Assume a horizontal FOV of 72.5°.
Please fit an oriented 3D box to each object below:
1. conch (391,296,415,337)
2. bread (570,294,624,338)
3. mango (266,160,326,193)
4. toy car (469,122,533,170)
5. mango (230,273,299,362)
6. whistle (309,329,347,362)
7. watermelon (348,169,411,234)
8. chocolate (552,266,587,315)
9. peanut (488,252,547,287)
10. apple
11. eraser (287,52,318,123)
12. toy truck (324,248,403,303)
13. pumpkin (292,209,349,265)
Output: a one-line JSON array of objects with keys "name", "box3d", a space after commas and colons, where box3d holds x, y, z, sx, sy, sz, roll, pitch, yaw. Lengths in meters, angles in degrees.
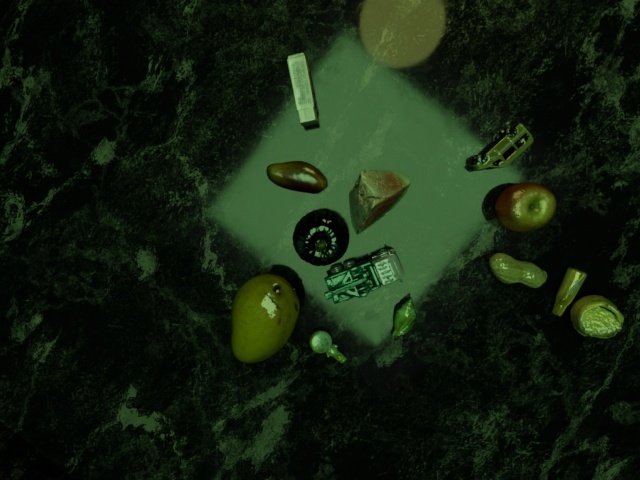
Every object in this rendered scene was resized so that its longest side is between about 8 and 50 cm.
[{"name": "conch", "box3d": [0.380, 0.349, 1.960, 0.095, 0.079, 0.200, 4, 114, -9]}, {"name": "bread", "box3d": [1.173, 0.330, 1.849, 0.197, 0.170, 0.197, 1, 95, 17]}, {"name": "mango", "box3d": [-0.103, -0.282, 1.905, 0.268, 0.111, 0.133, 13, 113, 2]}, {"name": "toy car", "box3d": [0.758, -0.371, 1.835, 0.257, 0.101, 0.124, -43, 95, 6]}, {"name": "mango", "box3d": [-0.267, 0.357, 1.940, 0.302, 0.220, 0.444, 29, 101, -2]}, {"name": "whistle", "box3d": [0.036, 0.495, 2.017, 0.198, 0.057, 0.104, 39, 82, -9]}, {"name": "watermelon", "box3d": [0.233, -0.170, 1.849, 0.310, 0.232, 0.193, -31, 59, 23]}, {"name": "chocolate", "box3d": [1.072, 0.227, 1.894, 0.086, 0.085, 0.219, 19, 101, 2]}, {"name": "peanut", "box3d": [0.845, 0.137, 1.881, 0.257, 0.123, 0.123, 21, 98, -2]}, {"name": "apple", "box3d": [0.848, -0.138, 1.823, 0.235, 0.173, 0.210, 11, 93, -6]}, {"name": "eraser", "box3d": [-0.072, -0.635, 1.857, 0.081, 0.124, 0.278, -10, 96, 6]}, {"name": "toy truck", "box3d": [0.185, 0.165, 1.905, 0.364, 0.178, 0.176, -22, 94, 4]}, {"name": "pumpkin", "box3d": [0.000, 0.000, 1.864, 0.248, 0.248, 0.247, 0, 96, 4]}]
